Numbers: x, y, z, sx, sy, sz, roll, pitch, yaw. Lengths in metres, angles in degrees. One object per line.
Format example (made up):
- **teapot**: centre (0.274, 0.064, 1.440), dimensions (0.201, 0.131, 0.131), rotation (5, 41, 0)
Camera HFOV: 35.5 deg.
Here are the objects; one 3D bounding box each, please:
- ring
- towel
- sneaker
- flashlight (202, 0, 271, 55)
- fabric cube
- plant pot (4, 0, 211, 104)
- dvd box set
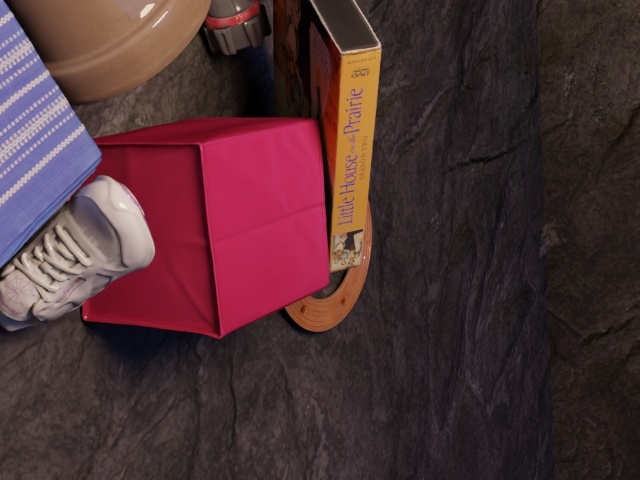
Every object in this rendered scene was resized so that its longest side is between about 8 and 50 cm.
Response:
- **ring**: centre (0.000, 0.000, 1.846), dimensions (0.337, 0.032, 0.336), rotation (-11, 104, -56)
- **towel**: centre (-0.368, -0.154, 1.008), dimensions (0.336, 0.040, 0.243), rotation (62, 40, -26)
- **sneaker**: centre (-0.296, 0.033, 1.175), dimensions (0.114, 0.305, 0.152), rotation (51, 51, 0)
- **flashlight**: centre (-0.162, -0.431, 1.479), dimensions (0.103, 0.103, 0.304), rotation (-56, 139, -45)
- **fabric cube**: centre (-0.165, -0.029, 1.380), dimensions (0.258, 0.254, 0.259), rotation (-24, 113, -55)
- **plant pot**: centre (-0.288, -0.325, 1.141), dimensions (0.229, 0.263, 0.263), rotation (55, 49, -45)
- **dvd box set**: centre (-0.003, -0.201, 1.492), dimensions (0.420, 0.062, 0.307), rotation (93, -20, -48)
